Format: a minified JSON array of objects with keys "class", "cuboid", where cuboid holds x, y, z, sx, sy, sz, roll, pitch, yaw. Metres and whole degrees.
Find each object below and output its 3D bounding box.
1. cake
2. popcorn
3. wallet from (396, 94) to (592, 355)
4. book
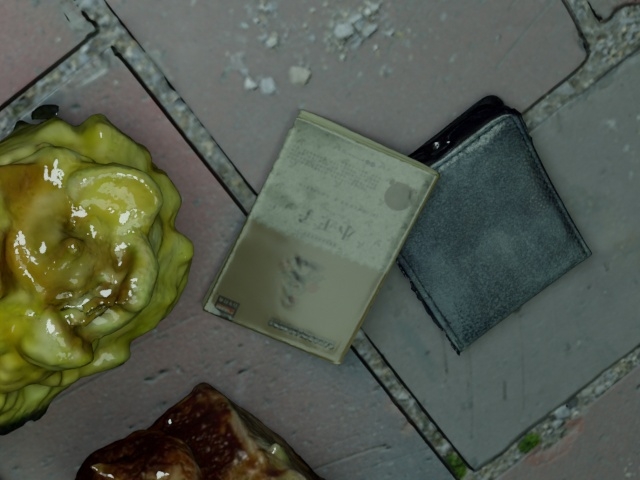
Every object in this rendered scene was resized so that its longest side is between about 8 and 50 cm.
[{"class":"cake","cuboid":[-0.086,0.251,1.685,0.198,0.196,0.293,-42,124,-1]},{"class":"popcorn","cuboid":[-0.235,0.021,1.456,0.286,0.215,0.252,-27,166,-17]},{"class":"wallet","cuboid":[0.142,-0.013,1.734,0.167,0.036,0.222,-38,130,-2]},{"class":"book","cuboid":[0.000,0.000,1.653,0.138,0.016,0.199,23,107,-14]}]
